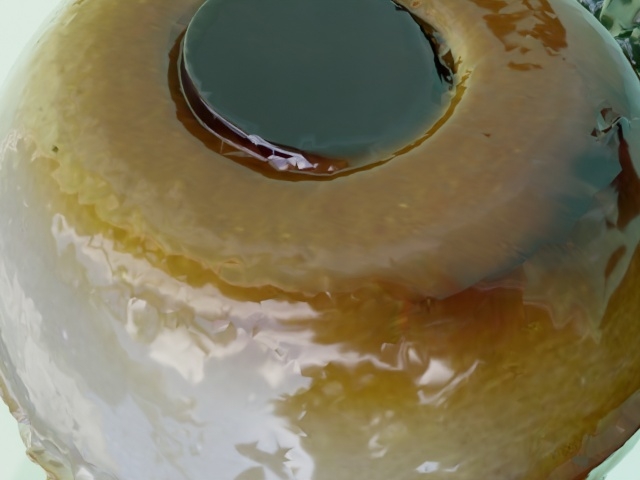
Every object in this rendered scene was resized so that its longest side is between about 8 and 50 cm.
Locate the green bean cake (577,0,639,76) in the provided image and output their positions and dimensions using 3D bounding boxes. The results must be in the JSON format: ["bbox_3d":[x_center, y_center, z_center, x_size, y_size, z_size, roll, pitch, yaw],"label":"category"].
[{"bbox_3d":[0.305,-0.142,0.985,0.169,0.308,0.300,35,128,-30],"label":"green bean cake"}]

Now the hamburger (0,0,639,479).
[{"bbox_3d":[0.004,-0.002,0.421,0.237,0.237,0.147,20,141,15],"label":"hamburger"}]
